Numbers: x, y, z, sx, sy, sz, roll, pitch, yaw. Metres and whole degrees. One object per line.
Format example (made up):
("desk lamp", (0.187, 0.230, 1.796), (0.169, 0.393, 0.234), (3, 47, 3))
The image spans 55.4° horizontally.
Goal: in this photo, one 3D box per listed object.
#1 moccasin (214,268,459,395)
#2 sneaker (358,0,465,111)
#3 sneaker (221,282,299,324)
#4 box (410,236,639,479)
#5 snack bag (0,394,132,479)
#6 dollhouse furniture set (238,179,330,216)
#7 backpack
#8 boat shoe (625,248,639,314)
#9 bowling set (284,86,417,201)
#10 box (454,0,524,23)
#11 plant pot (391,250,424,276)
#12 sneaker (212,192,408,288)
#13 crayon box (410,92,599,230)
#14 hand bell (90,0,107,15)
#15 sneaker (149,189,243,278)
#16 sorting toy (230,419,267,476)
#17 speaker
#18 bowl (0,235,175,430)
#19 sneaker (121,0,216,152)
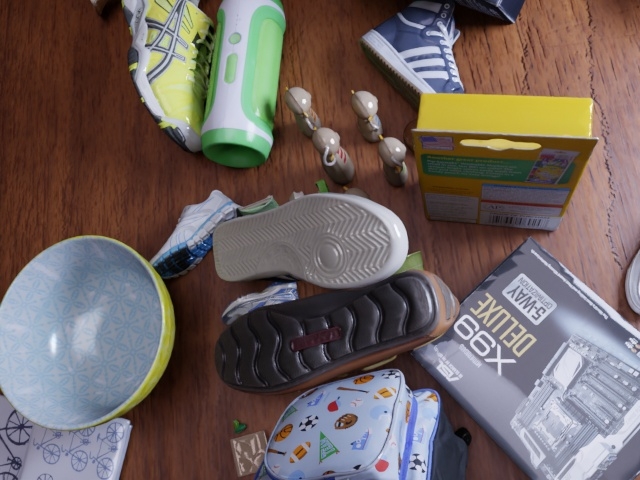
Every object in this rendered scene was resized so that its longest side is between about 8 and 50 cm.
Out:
("moccasin", (0.013, 0.136, 0.889), (0.380, 0.147, 0.139), (-25, 67, 20))
("sneaker", (0.201, -0.288, 1.001), (0.153, 0.099, 0.282), (-39, 66, 2))
("sneaker", (-0.095, 0.111, 0.982), (0.135, 0.052, 0.058), (-26, 74, 6))
("box", (0.318, 0.187, 0.846), (0.242, 0.076, 0.307), (-43, 70, -1))
("snack bag", (-0.495, 0.419, 0.995), (0.342, 0.037, 0.323), (9, 77, 16))
("dollhouse furniture set", (-0.051, -0.042, 1.001), (0.151, 0.076, 0.059), (-20, 70, 6))
("backpack", (0.038, 0.308, 0.778), (0.263, 0.276, 0.213), (-27, 99, 24))
("boat shoe", (0.490, 0.018, 0.861), (0.066, 0.063, 0.184), (30, 83, 19))
("bowling set", (0.078, -0.165, 0.964), (0.199, 0.154, 0.287), (-33, 70, 3))
("box", (0.227, -0.574, 0.965), (0.312, 0.179, 0.343), (29, 111, 18))
("plant pot", (0.131, 0.068, 0.930), (0.083, 0.083, 0.079), (-23, 82, 6))
("sneaker", (0.000, 0.000, 0.887), (0.350, 0.148, 0.131), (0, 92, 43))
("crayon box", (0.238, -0.106, 0.819), (0.203, 0.323, 0.083), (6, 76, 15))
("hand bell", (-0.366, -0.560, 1.230), (0.242, 0.126, 0.126), (-27, 69, -9))
("sneaker", (-0.224, -0.013, 1.045), (0.190, 0.071, 0.083), (-40, 63, -9))
("sorting toy", (-0.109, 0.316, 0.944), (0.062, 0.012, 0.083), (-19, 74, 12))
("speaker", (-0.132, -0.284, 1.063), (0.131, 0.131, 0.297), (1, 74, 14))
("bowl", (-0.345, 0.150, 0.973), (0.289, 0.156, 0.290), (-4, 74, 13))
("sneaker", (-0.256, -0.341, 1.102), (0.147, 0.145, 0.385), (-19, 72, 8))
